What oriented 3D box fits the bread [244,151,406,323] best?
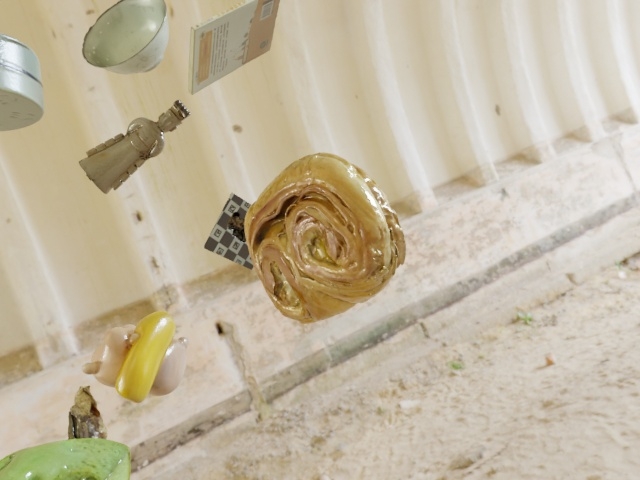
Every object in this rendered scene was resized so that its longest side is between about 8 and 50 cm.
[{"bbox_3d":[-0.002,-0.002,0.672,0.120,0.198,0.236,-21,-10,-42],"label":"bread"}]

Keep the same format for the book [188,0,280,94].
[{"bbox_3d":[-0.215,-0.507,1.315,0.295,0.020,0.208,-43,-10,-31],"label":"book"}]

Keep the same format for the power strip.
[{"bbox_3d":[-0.920,-0.415,1.366,0.357,0.161,0.357,-8,-6,-1],"label":"power strip"}]

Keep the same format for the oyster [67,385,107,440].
[{"bbox_3d":[-0.670,0.596,1.518,0.100,0.271,0.275,-9,32,-17],"label":"oyster"}]

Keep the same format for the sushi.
[{"bbox_3d":[-0.268,-0.029,1.673,0.050,0.192,0.215,19,-10,43],"label":"sushi"}]

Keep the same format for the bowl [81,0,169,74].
[{"bbox_3d":[-0.600,-0.641,1.702,0.313,0.313,0.146,-22,-30,9],"label":"bowl"}]

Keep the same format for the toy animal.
[{"bbox_3d":[-0.588,0.356,1.669,0.246,0.278,0.345,6,-8,14],"label":"toy animal"}]

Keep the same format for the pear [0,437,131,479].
[{"bbox_3d":[-0.671,0.641,1.254,0.318,0.239,0.342,13,19,7],"label":"pear"}]

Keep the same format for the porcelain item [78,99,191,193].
[{"bbox_3d":[-0.329,-0.178,0.947,0.213,0.084,0.054,-39,10,-5],"label":"porcelain item"}]
